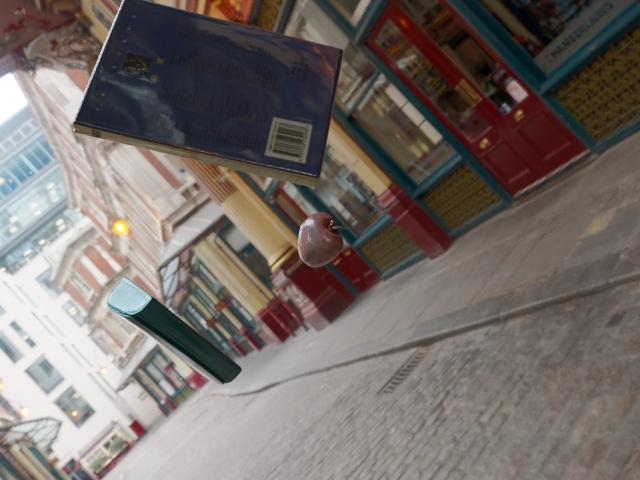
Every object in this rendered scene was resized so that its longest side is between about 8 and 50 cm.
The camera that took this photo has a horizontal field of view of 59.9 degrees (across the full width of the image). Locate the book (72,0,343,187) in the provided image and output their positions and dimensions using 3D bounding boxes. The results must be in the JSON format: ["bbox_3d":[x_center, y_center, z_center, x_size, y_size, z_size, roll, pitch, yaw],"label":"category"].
[{"bbox_3d":[-0.117,-0.174,0.636,0.025,0.269,0.191,113,168,-65],"label":"book"}]

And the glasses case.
[{"bbox_3d":[-0.284,0.192,1.099,0.117,0.301,0.070,21,66,43],"label":"glasses case"}]

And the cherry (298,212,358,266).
[{"bbox_3d":[-0.001,0.003,1.177,0.087,0.106,0.126,9,-66,-40],"label":"cherry"}]
